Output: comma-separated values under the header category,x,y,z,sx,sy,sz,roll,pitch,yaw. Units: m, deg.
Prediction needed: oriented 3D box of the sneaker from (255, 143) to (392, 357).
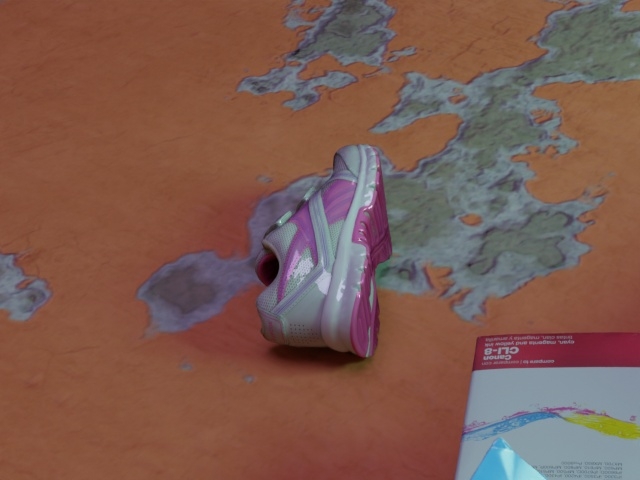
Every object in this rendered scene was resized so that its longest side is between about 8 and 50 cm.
category,x,y,z,sx,sy,sz,roll,pitch,yaw
sneaker,0.000,0.000,1.325,0.111,0.103,0.252,-2,36,11

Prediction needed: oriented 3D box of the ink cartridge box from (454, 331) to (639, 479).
category,x,y,z,sx,sy,sz,roll,pitch,yaw
ink cartridge box,0.165,0.168,1.024,0.127,0.128,0.176,-1,36,15

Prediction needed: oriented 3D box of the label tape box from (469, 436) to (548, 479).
category,x,y,z,sx,sy,sz,roll,pitch,yaw
label tape box,0.199,0.264,0.764,0.347,0.115,0.249,37,50,5
